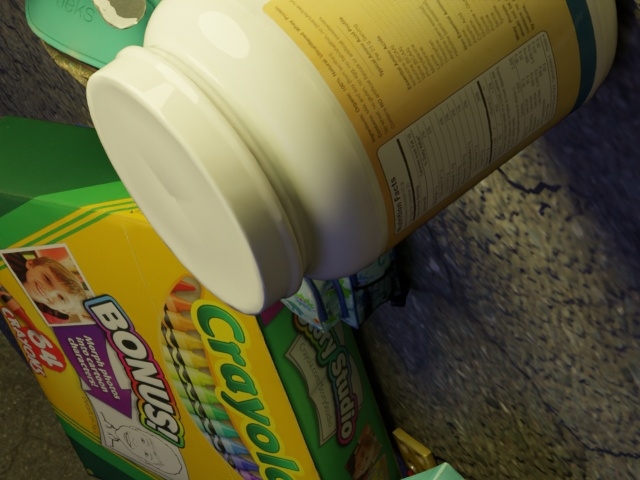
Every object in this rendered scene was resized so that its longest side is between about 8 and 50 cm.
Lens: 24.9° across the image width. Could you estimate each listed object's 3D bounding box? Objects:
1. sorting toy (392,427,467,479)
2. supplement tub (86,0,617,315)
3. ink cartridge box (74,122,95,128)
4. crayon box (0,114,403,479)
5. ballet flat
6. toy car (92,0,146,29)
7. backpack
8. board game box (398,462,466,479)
[{"bbox_3d":[0.140,0.273,1.187,0.274,0.046,0.132,44,159,28],"label":"sorting toy"},{"bbox_3d":[0.014,-0.073,0.634,0.144,0.200,0.144,46,160,22],"label":"supplement tub"},{"bbox_3d":[-0.227,-0.059,1.397,0.207,0.097,0.046,20,142,58],"label":"ink cartridge box"},{"bbox_3d":[-0.120,0.083,1.216,0.313,0.106,0.362,12,136,36],"label":"crayon box"},{"bbox_3d":[-0.067,-0.105,0.926,0.348,0.123,0.123,37,155,44],"label":"ballet flat"},{"bbox_3d":[-0.156,-0.208,0.914,0.188,0.155,0.149,35,157,15],"label":"toy car"},{"bbox_3d":[0.000,0.000,0.981,0.105,0.084,0.114,40,155,29],"label":"backpack"},{"bbox_3d":[0.083,0.306,1.094,0.254,0.079,0.336,44,150,-6],"label":"board game box"}]
